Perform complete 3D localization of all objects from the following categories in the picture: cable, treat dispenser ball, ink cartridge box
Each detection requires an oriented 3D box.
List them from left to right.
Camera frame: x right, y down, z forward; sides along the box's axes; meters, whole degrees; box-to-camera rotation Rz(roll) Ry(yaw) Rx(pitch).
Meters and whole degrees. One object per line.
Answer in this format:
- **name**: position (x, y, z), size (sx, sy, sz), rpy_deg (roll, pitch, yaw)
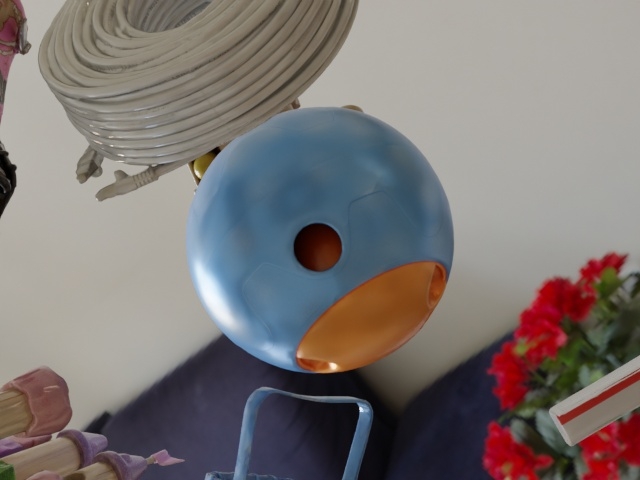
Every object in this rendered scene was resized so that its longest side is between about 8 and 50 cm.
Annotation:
- **cable**: position (-0.097, -0.175, 0.813), size (0.257, 0.089, 0.257), rpy_deg (-22, 45, 15)
- **treat dispenser ball**: position (0.000, 0.000, 1.127), size (0.288, 0.288, 0.288), rpy_deg (-44, 13, 13)
- **ink cartridge box**: position (0.359, 0.176, 1.212), size (0.181, 0.056, 0.225), rpy_deg (-31, -9, 4)

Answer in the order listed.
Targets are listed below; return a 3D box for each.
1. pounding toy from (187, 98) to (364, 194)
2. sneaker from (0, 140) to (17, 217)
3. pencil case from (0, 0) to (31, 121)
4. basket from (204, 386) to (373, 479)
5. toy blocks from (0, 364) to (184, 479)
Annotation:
- **pounding toy**: position (-0.072, -0.120, 1.514), size (0.270, 0.154, 0.154), rpy_deg (-26, -4, 26)
- **sneaker**: position (-0.405, -0.109, 1.190), size (0.135, 0.098, 0.275), rpy_deg (0, 87, 39)
- **pencil case**: position (-0.365, -0.103, 0.930), size (0.167, 0.160, 0.386), rpy_deg (-8, 54, 9)
- **basket**: position (-0.034, 0.357, 1.475), size (0.201, 0.255, 0.288), rpy_deg (4, 83, 43)
- **toy blocks**: position (-0.334, 0.259, 1.089), size (0.289, 0.308, 0.260), rpy_deg (6, 13, 37)
